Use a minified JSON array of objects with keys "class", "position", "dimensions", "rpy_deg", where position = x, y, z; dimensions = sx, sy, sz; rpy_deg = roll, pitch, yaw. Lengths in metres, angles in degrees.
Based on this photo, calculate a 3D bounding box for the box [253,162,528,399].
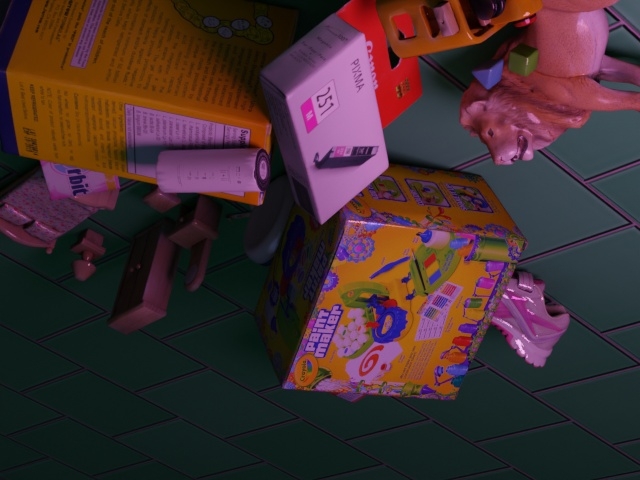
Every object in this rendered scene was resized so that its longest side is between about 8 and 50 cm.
[{"class":"box","position":[0.092,0.056,2.003],"dimensions":[0.279,0.177,0.290],"rpy_deg":[7,122,-24]}]

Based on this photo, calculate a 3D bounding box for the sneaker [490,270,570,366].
[{"class":"sneaker","position":[0.295,0.085,2.246],"dimensions":[0.252,0.103,0.111],"rpy_deg":[38,103,-17]}]

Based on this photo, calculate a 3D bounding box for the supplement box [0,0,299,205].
[{"class":"supplement box","position":[-0.224,-0.205,1.833],"dimensions":[0.357,0.195,0.194],"rpy_deg":[12,149,0]}]

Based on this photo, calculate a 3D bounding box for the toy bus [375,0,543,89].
[{"class":"toy bus","position":[0.161,-0.267,1.599],"dimensions":[0.191,0.104,0.202],"rpy_deg":[35,138,17]}]

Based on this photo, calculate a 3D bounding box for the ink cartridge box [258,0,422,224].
[{"class":"ink cartridge box","position":[0.049,-0.179,1.756],"dimensions":[0.060,0.239,0.275],"rpy_deg":[41,162,29]}]

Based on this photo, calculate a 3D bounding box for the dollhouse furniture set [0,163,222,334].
[{"class":"dollhouse furniture set","position":[-0.389,-0.015,2.222],"dimensions":[0.356,0.173,0.303],"rpy_deg":[30,144,-28]}]

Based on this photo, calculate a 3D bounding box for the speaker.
[{"class":"speaker","position":[-0.134,-0.086,1.753],"dimensions":[0.136,0.055,0.055],"rpy_deg":[-1,147,19]}]

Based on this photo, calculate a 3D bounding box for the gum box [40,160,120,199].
[{"class":"gum box","position":[-0.361,-0.137,2.087],"dimensions":[0.107,0.062,0.188],"rpy_deg":[-8,149,-6]}]

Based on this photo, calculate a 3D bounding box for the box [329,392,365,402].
[{"class":"box","position":[0.075,0.143,2.357],"dimensions":[0.154,0.142,0.300],"rpy_deg":[23,147,-20]}]

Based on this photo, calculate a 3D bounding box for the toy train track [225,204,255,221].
[{"class":"toy train track","position":[-0.115,-0.038,2.248],"dimensions":[0.083,0.014,0.048],"rpy_deg":[-7,145,29]}]

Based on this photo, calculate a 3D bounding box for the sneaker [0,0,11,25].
[{"class":"sneaker","position":[-0.469,-0.340,1.801],"dimensions":[0.147,0.104,0.296],"rpy_deg":[50,167,-1]}]

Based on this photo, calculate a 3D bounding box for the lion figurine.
[{"class":"lion figurine","position":[0.295,-0.250,1.678],"dimensions":[0.240,0.142,0.392],"rpy_deg":[13,136,12]}]

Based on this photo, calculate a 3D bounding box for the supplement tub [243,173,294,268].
[{"class":"supplement tub","position":[0.000,0.000,2.145],"dimensions":[0.200,0.144,0.144],"rpy_deg":[26,146,-22]}]
